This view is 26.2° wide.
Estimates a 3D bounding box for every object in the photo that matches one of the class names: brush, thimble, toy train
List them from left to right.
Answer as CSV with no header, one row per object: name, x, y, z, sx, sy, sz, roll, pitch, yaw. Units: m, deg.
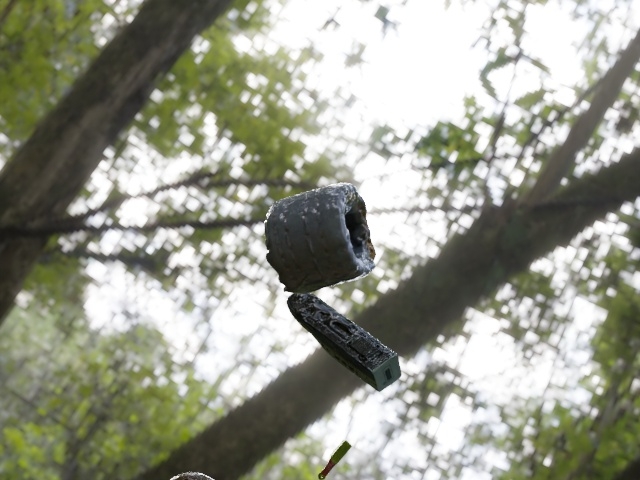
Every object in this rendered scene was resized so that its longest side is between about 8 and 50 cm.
thimble,-0.001,-0.002,1.773,0.118,0.127,0.151,-14,-12,16
brush,0.022,0.384,2.399,0.019,0.083,0.021,45,-16,-19
toy train,0.028,0.144,2.044,0.234,0.052,0.051,33,-32,45

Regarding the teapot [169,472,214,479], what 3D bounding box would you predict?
teapot,-0.232,0.480,2.526,0.129,0.078,0.098,4,-72,8
